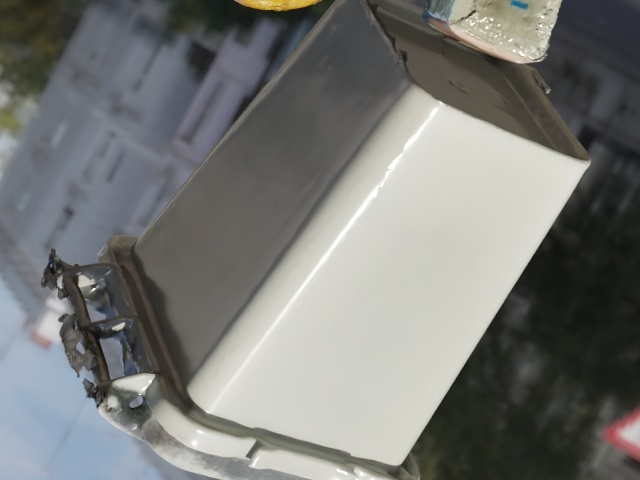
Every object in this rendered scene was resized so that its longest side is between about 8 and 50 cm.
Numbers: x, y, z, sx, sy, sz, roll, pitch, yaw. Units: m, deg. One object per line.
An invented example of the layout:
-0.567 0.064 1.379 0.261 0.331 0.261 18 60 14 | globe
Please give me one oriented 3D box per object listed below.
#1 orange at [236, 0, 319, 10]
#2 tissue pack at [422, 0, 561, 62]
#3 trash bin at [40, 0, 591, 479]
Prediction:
-0.021 -0.153 0.945 0.083 0.070 0.083 -6 163 -2 | orange
0.111 -0.151 1.232 0.074 0.059 0.094 21 -174 -8 | tissue pack
0.000 0.000 1.469 0.296 0.368 0.256 20 -152 -32 | trash bin
